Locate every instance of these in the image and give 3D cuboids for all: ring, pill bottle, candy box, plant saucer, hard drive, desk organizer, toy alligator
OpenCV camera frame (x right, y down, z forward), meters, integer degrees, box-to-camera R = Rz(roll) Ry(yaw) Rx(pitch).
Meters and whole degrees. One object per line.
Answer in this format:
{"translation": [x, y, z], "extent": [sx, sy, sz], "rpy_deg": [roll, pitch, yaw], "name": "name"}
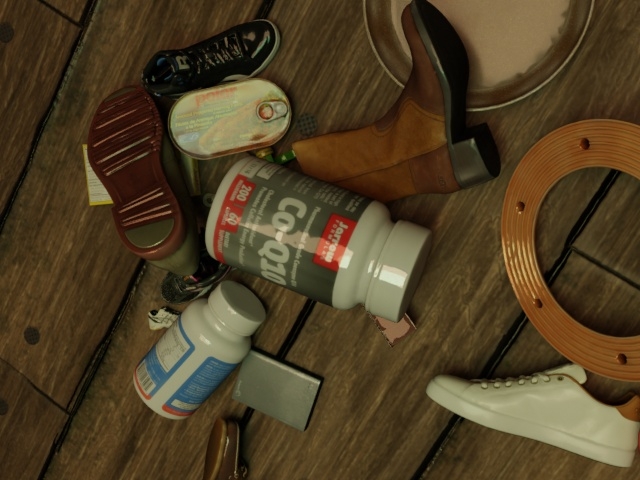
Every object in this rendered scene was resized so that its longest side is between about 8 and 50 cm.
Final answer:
{"translation": [0.363, 0.014, 0.974], "extent": [0.337, 0.032, 0.336], "rpy_deg": [25, 122, 49], "name": "ring"}
{"translation": [0.000, 0.000, 1.072], "extent": [0.283, 0.161, 0.161], "rpy_deg": [21, 104, 14], "name": "pill bottle"}
{"translation": [-0.298, -0.118, 1.282], "extent": [0.206, 0.027, 0.105], "rpy_deg": [-3, 92, 20], "name": "candy box"}
{"translation": [0.213, -0.332, 1.058], "extent": [0.311, 0.050, 0.310], "rpy_deg": [2, 97, 19], "name": "plant saucer"}
{"translation": [-0.188, 0.171, 1.231], "extent": [0.124, 0.124, 0.221], "rpy_deg": [46, 109, 9], "name": "pill bottle"}
{"translation": [-0.071, 0.239, 1.251], "extent": [0.135, 0.022, 0.094], "rpy_deg": [22, 104, 16], "name": "hard drive"}
{"translation": [0.093, 0.090, 1.160], "extent": [0.050, 0.047, 0.130], "rpy_deg": [-36, 84, 18], "name": "desk organizer"}
{"translation": [-0.118, -0.095, 1.207], "extent": [0.190, 0.051, 0.056], "rpy_deg": [-26, 88, 21], "name": "toy alligator"}

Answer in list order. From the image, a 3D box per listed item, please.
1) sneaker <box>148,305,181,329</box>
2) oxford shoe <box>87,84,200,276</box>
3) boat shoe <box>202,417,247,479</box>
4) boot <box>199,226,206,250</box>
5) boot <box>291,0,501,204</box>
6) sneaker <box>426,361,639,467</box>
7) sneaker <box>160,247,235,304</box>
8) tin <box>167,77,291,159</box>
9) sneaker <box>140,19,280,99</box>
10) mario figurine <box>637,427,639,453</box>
{"translation": [-0.255, 0.128, 1.298], "extent": [0.083, 0.032, 0.036], "rpy_deg": [-11, 94, 20], "name": "sneaker"}
{"translation": [-0.267, -0.091, 1.186], "extent": [0.123, 0.130, 0.348], "rpy_deg": [-22, 57, 5], "name": "oxford shoe"}
{"translation": [-0.159, 0.390, 1.285], "extent": [0.073, 0.073, 0.206], "rpy_deg": [9, 107, -19], "name": "boat shoe"}
{"translation": [-0.154, 0.022, 1.241], "extent": [0.099, 0.045, 0.121], "rpy_deg": [-45, 79, 20], "name": "boot"}
{"translation": [0.082, -0.170, 1.085], "extent": [0.281, 0.096, 0.264], "rpy_deg": [-14, 111, 36], "name": "boot"}
{"translation": [0.299, 0.213, 1.083], "extent": [0.290, 0.106, 0.123], "rpy_deg": [14, 92, 10], "name": "sneaker"}
{"translation": [-0.195, 0.048, 1.200], "extent": [0.178, 0.077, 0.072], "rpy_deg": [-36, 88, 29], "name": "sneaker"}
{"translation": [-0.138, -0.187, 1.183], "extent": [0.190, 0.040, 0.106], "rpy_deg": [-11, 108, 4], "name": "tin"}
{"translation": [-0.171, -0.269, 1.166], "extent": [0.217, 0.121, 0.079], "rpy_deg": [-23, 90, 21], "name": "sneaker"}
{"translation": [0.559, 0.276, 0.944], "extent": [0.321, 0.198, 0.170], "rpy_deg": [12, 114, 14], "name": "mario figurine"}
